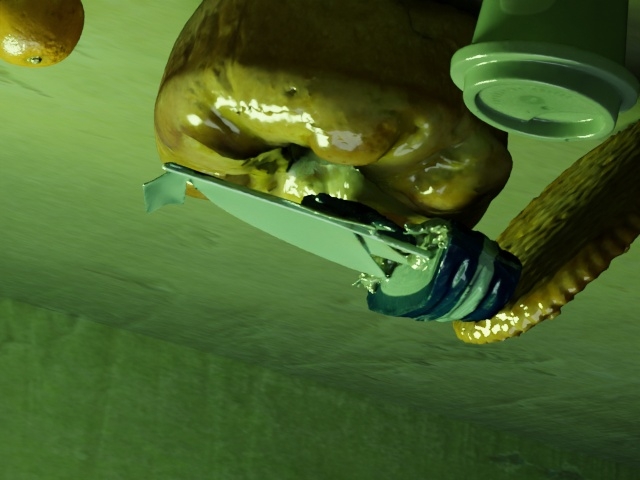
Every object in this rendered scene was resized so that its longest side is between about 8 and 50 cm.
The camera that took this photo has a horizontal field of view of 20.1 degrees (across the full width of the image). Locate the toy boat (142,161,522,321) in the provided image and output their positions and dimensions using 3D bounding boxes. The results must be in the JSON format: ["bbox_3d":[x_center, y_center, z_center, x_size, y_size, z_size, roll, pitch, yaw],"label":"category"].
[{"bbox_3d":[0.022,-0.001,1.358,0.291,0.070,0.210,25,161,-33],"label":"toy boat"}]

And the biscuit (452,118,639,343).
[{"bbox_3d":[0.205,-0.006,1.475,0.035,0.254,0.254,45,158,-10],"label":"biscuit"}]

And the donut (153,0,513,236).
[{"bbox_3d":[0.007,-0.099,1.424,0.317,0.150,0.299,0,163,41],"label":"donut"}]

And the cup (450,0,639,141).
[{"bbox_3d":[0.151,-0.145,1.144,0.120,0.141,0.120,13,166,3],"label":"cup"}]

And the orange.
[{"bbox_3d":[-0.228,-0.177,1.439,0.083,0.084,0.083,10,167,2],"label":"orange"}]
